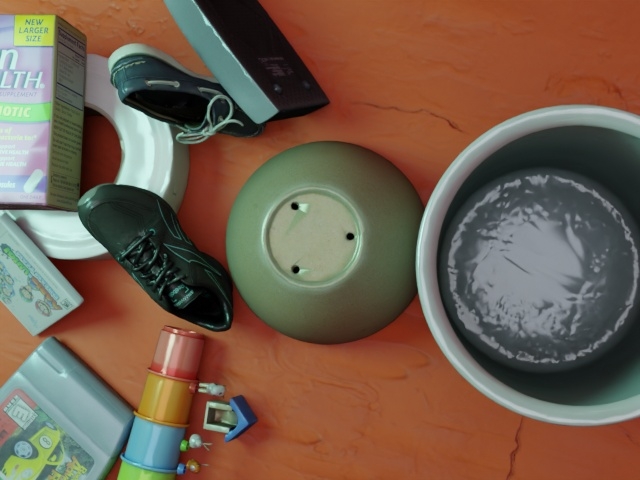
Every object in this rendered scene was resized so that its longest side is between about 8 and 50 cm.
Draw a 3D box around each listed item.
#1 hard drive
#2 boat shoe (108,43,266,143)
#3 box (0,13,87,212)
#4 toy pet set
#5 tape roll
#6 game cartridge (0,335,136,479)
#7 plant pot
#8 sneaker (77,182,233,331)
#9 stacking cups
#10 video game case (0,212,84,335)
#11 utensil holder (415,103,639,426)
[{"bbox_3d":[-0.107,-0.266,1.381,0.054,0.172,0.254,-39,83,28],"label":"hard drive"},{"bbox_3d":[-0.163,-0.177,1.345,0.095,0.254,0.079,-31,57,27],"label":"boat shoe"},{"bbox_3d":[-0.428,-0.162,1.332,0.214,0.117,0.242,2,87,7],"label":"box"},{"bbox_3d":[-0.134,0.252,1.385,0.065,0.114,0.122,8,89,16],"label":"toy pet set"},{"bbox_3d":[-0.328,-0.111,1.428,0.286,0.100,0.286,0,87,6],"label":"tape roll"},{"bbox_3d":[-0.404,0.306,1.444,0.196,0.060,0.294,41,92,2],"label":"game cartridge"},{"bbox_3d":[0.000,0.000,1.342,0.284,0.191,0.284,0,88,7],"label":"plant pot"},{"bbox_3d":[-0.202,0.024,1.339,0.101,0.106,0.267,-43,123,10],"label":"sneaker"},{"bbox_3d":[-0.220,0.277,1.414,0.096,0.096,0.316,16,85,7],"label":"stacking cups"},{"bbox_3d":[-0.411,0.050,1.408,0.157,0.019,0.143,50,135,-10],"label":"video game case"},{"bbox_3d":[0.280,0.029,1.213,0.328,0.385,0.327,0,89,6],"label":"utensil holder"}]
